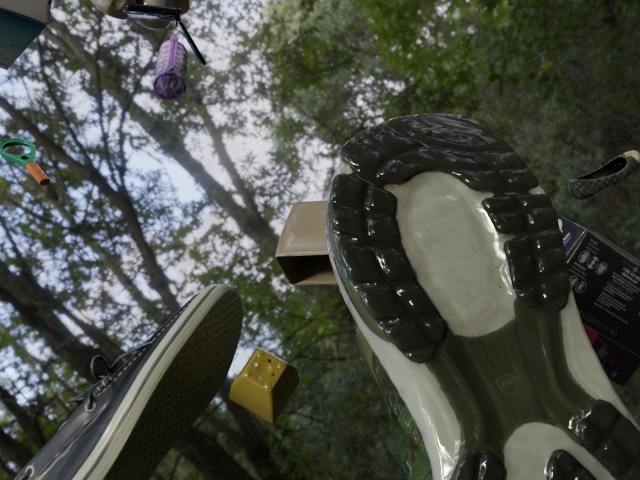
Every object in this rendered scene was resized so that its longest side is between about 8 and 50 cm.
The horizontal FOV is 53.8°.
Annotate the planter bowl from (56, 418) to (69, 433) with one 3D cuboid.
[{"bbox_3d":[-0.555,0.509,1.470,0.109,0.162,0.162,29,-71,-35],"label":"planter bowl"}]

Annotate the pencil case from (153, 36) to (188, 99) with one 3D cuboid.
[{"bbox_3d":[-0.402,-0.461,1.695,0.086,0.206,0.088,-4,-47,-6],"label":"pencil case"}]

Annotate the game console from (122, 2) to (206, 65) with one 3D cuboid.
[{"bbox_3d":[-0.212,-0.280,0.867,0.122,0.107,0.071,-130,42,-70],"label":"game console"}]

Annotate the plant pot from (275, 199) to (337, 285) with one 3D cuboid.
[{"bbox_3d":[0.000,0.000,0.921,0.109,0.109,0.096,68,-159,-62],"label":"plant pot"}]

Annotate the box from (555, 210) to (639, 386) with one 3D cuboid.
[{"bbox_3d":[0.362,0.071,0.898,0.163,0.247,0.142,-58,28,11],"label":"box"}]

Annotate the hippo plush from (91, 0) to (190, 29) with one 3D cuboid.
[{"bbox_3d":[-0.297,-0.550,1.149,0.236,0.234,0.294,-35,27,39],"label":"hippo plush"}]

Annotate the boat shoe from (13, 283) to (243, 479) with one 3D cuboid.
[{"bbox_3d":[-0.295,0.260,0.962,0.500,0.156,0.187,-56,-30,-22],"label":"boat shoe"}]

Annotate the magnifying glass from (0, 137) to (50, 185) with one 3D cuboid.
[{"bbox_3d":[-0.797,-0.216,1.714,0.092,0.231,0.026,-19,-41,-40],"label":"magnifying glass"}]

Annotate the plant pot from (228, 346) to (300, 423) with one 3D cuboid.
[{"bbox_3d":[-0.082,0.204,0.927,0.081,0.081,0.083,-56,-13,-30],"label":"plant pot"}]

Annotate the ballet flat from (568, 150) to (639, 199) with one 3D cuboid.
[{"bbox_3d":[0.596,-0.143,1.315,0.173,0.049,0.057,-31,25,-7],"label":"ballet flat"}]

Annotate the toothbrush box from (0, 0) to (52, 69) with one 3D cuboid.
[{"bbox_3d":[-0.614,-0.485,1.217,0.126,0.216,0.295,13,-13,-39],"label":"toothbrush box"}]

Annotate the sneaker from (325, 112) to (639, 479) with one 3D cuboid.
[{"bbox_3d":[0.110,0.131,0.407,0.158,0.410,0.182,-12,-15,-4],"label":"sneaker"}]
